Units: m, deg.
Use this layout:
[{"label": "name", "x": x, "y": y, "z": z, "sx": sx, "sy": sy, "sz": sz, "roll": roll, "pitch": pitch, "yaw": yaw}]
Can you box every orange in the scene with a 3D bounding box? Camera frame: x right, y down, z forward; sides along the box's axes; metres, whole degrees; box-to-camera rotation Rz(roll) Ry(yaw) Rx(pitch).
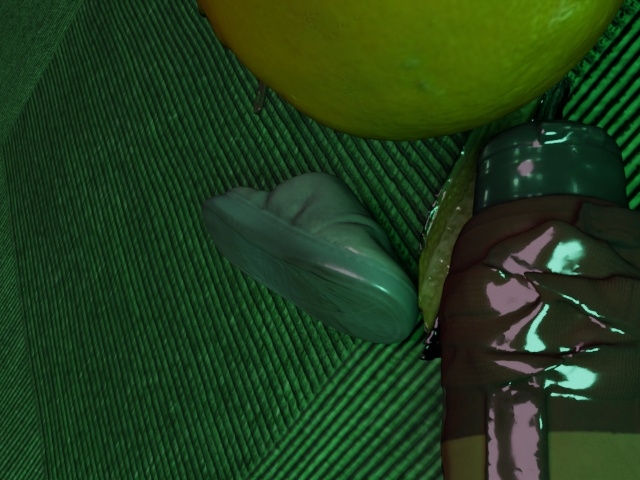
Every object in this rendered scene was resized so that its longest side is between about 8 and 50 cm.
[{"label": "orange", "x": 0.052, "y": -0.216, "z": 0.537, "sx": 0.312, "sy": 0.312, "sz": 0.312, "roll": -26, "pitch": 55, "yaw": 43}]

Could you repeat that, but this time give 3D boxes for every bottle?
[{"label": "bottle", "x": 0.134, "y": 0.068, "z": 0.488, "sx": 0.156, "sy": 0.143, "sz": 0.271, "roll": 96, "pitch": 178, "yaw": -73}]

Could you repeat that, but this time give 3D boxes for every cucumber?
[{"label": "cucumber", "x": 0.112, "y": -0.020, "z": 0.630, "sx": 0.070, "sy": 0.046, "sz": 0.220, "roll": 31, "pitch": 97, "yaw": 55}]

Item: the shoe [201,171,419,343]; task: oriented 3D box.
[{"label": "shoe", "x": 0.000, "y": 0.000, "z": 0.728, "sx": 0.251, "sy": 0.103, "sz": 0.100, "roll": 22, "pitch": 61, "yaw": 44}]

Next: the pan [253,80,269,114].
[{"label": "pan", "x": -0.044, "y": -0.218, "z": 0.913, "sx": 0.128, "sy": 0.048, "sz": 0.202, "roll": 15, "pitch": 84, "yaw": 55}]
